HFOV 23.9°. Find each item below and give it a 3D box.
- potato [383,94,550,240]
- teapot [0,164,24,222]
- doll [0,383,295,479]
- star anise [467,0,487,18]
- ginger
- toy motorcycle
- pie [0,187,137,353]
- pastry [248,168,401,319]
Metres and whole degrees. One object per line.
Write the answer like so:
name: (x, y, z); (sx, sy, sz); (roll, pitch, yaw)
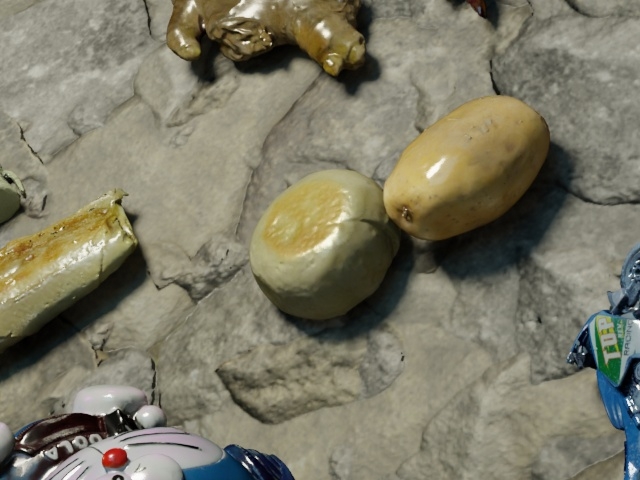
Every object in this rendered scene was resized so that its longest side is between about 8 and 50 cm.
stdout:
potato: (0.142, -0.070, 1.433); (0.178, 0.118, 0.109); (-41, 88, -20)
teapot: (-0.379, -0.063, 1.742); (0.067, 0.057, 0.083); (-8, 40, -25)
doll: (-0.166, 0.261, 1.296); (0.284, 0.240, 0.310); (-32, 27, -31)
star anise: (0.134, -0.326, 1.591); (0.158, 0.144, 0.140); (9, 56, 33)
ginger: (-0.073, -0.260, 1.692); (0.333, 0.080, 0.166); (17, 57, 32)
toy motorcycle: (0.269, 0.127, 1.233); (0.135, 0.092, 0.254); (-39, 50, 44)
pie: (-0.314, 0.045, 1.618); (0.282, 0.068, 0.128); (-34, 38, 2)
pastry: (0.000, 0.000, 1.472); (0.156, 0.092, 0.156); (-17, 45, 18)
